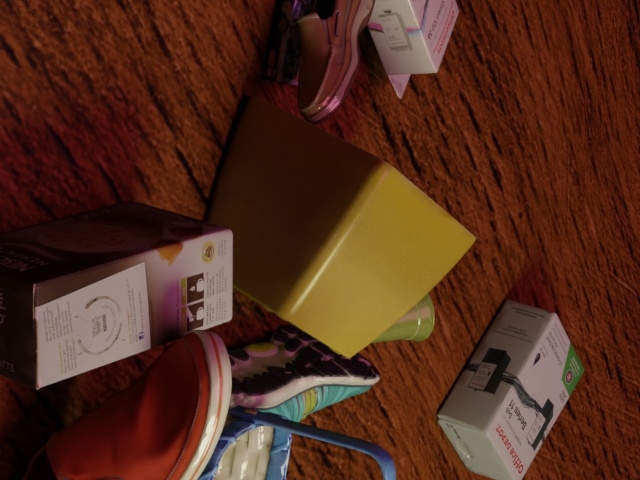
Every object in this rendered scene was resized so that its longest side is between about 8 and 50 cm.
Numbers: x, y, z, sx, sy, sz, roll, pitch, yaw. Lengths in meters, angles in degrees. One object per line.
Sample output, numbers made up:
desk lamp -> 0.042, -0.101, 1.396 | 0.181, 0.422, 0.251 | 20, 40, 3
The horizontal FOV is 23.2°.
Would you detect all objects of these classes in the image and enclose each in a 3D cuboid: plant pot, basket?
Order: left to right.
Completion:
basket -> -0.080, 0.283, 1.557 | 0.201, 0.289, 0.255 | -5, 113, -62
plant pot -> 0.000, 0.000, 1.664 | 0.187, 0.212, 0.212 | -59, 141, -3
plant pot -> 0.083, 0.093, 1.903 | 0.079, 0.083, 0.083 | -15, 115, -35

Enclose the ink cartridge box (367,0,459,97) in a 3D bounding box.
ink cartridge box -> 0.102, -0.270, 1.776 | 0.198, 0.067, 0.115 | 65, 35, -42

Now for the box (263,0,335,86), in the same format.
box -> -0.013, -0.235, 1.697 | 0.094, 0.027, 0.137 | 5, 98, -53

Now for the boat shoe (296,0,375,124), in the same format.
boat shoe -> 0.001, -0.211, 1.639 | 0.072, 0.068, 0.190 | 38, 50, -34

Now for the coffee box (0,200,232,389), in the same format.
coffee box -> -0.214, 0.043, 1.442 | 0.246, 0.141, 0.098 | -18, 116, -49

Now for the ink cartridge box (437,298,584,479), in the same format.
ink cartridge box -> 0.266, 0.212, 2.163 | 0.208, 0.087, 0.153 | -56, 139, -22

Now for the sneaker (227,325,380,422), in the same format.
sneaker -> -0.046, 0.170, 1.763 | 0.275, 0.107, 0.110 | -9, 128, -46

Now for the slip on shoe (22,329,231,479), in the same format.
slip on shoe -> -0.200, 0.207, 1.450 | 0.101, 0.123, 0.331 | 24, 119, -43
